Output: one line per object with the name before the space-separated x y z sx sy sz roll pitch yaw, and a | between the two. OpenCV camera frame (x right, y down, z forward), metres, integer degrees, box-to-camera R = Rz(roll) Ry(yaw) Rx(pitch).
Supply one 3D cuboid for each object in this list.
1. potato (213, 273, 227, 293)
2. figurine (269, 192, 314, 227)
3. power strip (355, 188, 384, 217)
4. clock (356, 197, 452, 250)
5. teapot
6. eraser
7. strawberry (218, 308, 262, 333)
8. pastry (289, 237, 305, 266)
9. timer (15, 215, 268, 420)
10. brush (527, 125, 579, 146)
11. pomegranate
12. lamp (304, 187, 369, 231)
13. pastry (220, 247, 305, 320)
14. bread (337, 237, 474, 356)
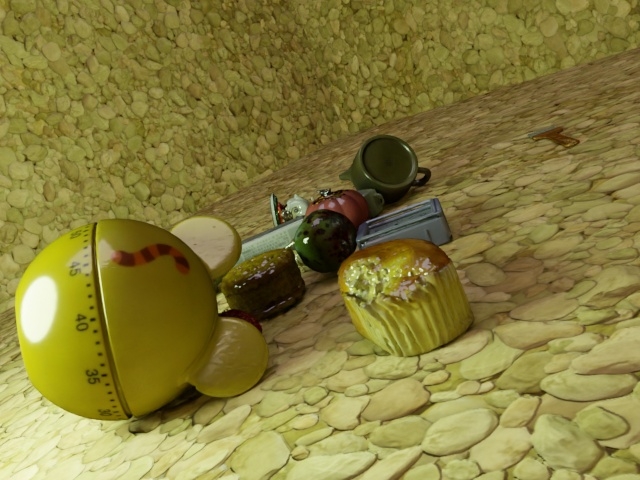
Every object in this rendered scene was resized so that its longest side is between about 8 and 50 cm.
potato | -0.321 0.113 1.686 0.117 0.090 0.225 -5 25 42
figurine | -0.083 -0.106 2.140 0.153 0.132 0.132 -9 14 2
power strip | 0.083 -0.100 1.887 0.052 0.078 0.272 -37 19 -29
clock | 0.179 -0.017 1.407 0.193 0.073 0.145 -20 13 11
teapot | 0.190 -0.190 1.903 0.267 0.186 0.175 5 -23 -10
eraser | -0.148 0.000 1.913 0.351 0.061 0.089 -22 12 1
strawberry | -0.159 0.171 1.229 0.096 0.083 0.083 8 5 -16
pastry | -0.011 0.012 1.598 0.153 0.081 0.153 -26 20 10
timer | -0.301 0.129 1.114 0.386 0.376 0.376 -11 10 -14
brush | 0.661 -0.291 1.822 0.090 0.017 0.314 -21 14 9
pomegranate | 0.007 0.002 1.441 0.148 0.149 0.169 -26 5 -12
lamp | 0.040 -0.077 1.734 0.182 0.140 0.182 -17 12 4
pastry | -0.124 0.094 1.400 0.188 0.103 0.189 -22 13 5
bread | 0.122 0.076 1.012 0.178 0.133 0.250 -20 14 -4
